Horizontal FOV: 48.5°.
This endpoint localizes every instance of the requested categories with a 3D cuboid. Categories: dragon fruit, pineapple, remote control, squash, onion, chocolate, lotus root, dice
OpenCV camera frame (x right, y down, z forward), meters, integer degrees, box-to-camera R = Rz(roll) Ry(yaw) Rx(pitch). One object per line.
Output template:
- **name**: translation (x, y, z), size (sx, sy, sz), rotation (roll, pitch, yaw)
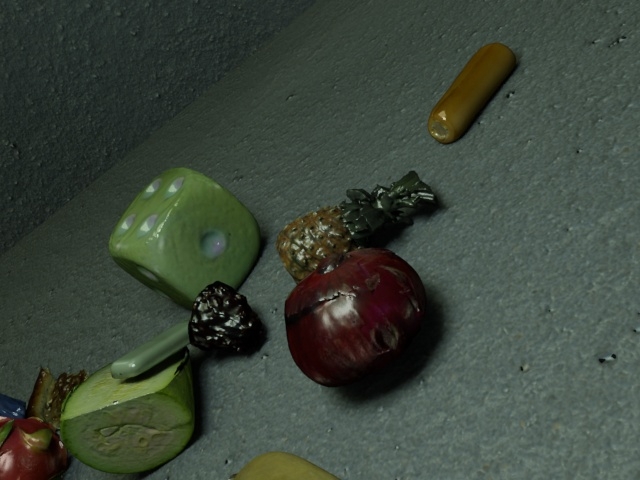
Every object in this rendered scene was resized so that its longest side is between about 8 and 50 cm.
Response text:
- **dragon fruit**: translation (-0.643, 0.476, 1.497), size (0.224, 0.224, 0.227), rotation (-21, 35, 35)
- **pineapple**: translation (0.070, -0.025, 1.325), size (0.310, 0.141, 0.170), rotation (-29, 4, 12)
- **remote control**: translation (-0.290, 0.196, 1.428), size (0.090, 0.038, 0.309), rotation (-12, 11, 34)
- **squash**: translation (-0.361, 0.274, 1.400), size (0.233, 0.210, 0.309), rotation (-18, 37, 0)
- **onion**: translation (0.051, 0.110, 1.118), size (0.246, 0.190, 0.246), rotation (-30, 15, 9)
- **chocolate**: translation (-0.169, 0.169, 1.402), size (0.133, 0.156, 0.156), rotation (19, 63, 29)
- **lotus root**: translation (-0.041, 0.369, 0.955), size (0.303, 0.131, 0.146), rotation (-1, 49, 51)
- **dice**: translation (-0.307, 0.002, 1.628), size (0.249, 0.254, 0.252), rotation (5, 56, 54)

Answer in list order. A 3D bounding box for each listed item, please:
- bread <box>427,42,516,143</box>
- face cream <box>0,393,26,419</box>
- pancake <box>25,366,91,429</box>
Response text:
- **bread**: translation (0.304, -0.306, 1.454), size (0.239, 0.074, 0.092), rotation (-52, 35, -14)
- **face cream**: translation (-0.858, 0.469, 1.701), size (0.249, 0.225, 0.249), rotation (-46, 27, 31)
- **pancake**: translation (-0.676, 0.408, 1.763), size (0.257, 0.056, 0.212), rotation (-11, 44, 45)
